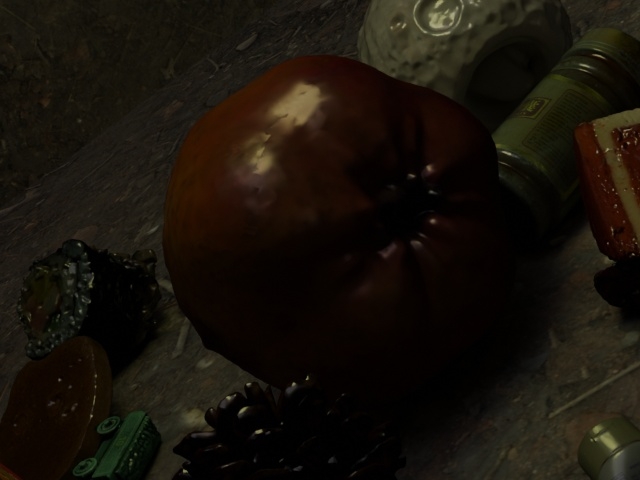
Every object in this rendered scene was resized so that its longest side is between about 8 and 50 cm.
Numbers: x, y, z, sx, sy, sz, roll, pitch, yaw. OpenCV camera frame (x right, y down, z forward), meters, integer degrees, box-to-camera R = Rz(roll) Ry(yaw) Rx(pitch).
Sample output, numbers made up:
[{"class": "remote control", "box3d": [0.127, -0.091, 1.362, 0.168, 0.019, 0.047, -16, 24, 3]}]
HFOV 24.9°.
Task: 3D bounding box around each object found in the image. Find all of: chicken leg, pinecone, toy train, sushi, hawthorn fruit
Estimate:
[{"class": "chicken leg", "box3d": [0.462, 0.017, 1.647, 0.322, 0.083, 0.177, -16, 11, 43]}, {"class": "pinecone", "box3d": [-0.028, 0.280, 1.565, 0.298, 0.242, 0.296, -16, 47, -15]}, {"class": "toy train", "box3d": [-0.292, 0.315, 2.103, 0.099, 0.070, 0.172, -14, 29, 27]}, {"class": "sushi", "box3d": [-0.381, 0.119, 2.474, 0.238, 0.219, 0.225, 2, 82, 36]}, {"class": "hawthorn fruit", "box3d": [0.000, 0.000, 1.851, 0.472, 0.471, 0.471, -29, 23, 14]}]

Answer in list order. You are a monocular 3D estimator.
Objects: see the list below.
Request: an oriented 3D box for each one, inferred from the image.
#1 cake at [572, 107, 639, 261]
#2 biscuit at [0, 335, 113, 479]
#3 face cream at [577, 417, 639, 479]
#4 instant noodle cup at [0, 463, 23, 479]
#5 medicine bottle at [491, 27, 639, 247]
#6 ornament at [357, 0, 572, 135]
[{"class": "cake", "box3d": [0.377, -0.073, 1.631, 0.158, 0.159, 0.262, -15, 2, 6]}, {"class": "biscuit", "box3d": [-0.415, 0.286, 2.260, 0.257, 0.049, 0.273, -27, 43, 34]}, {"class": "face cream", "box3d": [0.329, 0.259, 1.382, 0.114, 0.070, 0.224, -36, 35, -2]}, {"class": "instant noodle cup", "box3d": [-0.434, 0.418, 1.937, 0.174, 0.213, 0.213, -48, 25, -9]}, {"class": "medicine bottle", "box3d": [0.338, -0.144, 2.027, 0.322, 0.151, 0.151, -46, 25, -26]}, {"class": "ornament", "box3d": [0.219, -0.308, 2.273, 0.337, 0.337, 0.337, -29, 23, 14]}]
